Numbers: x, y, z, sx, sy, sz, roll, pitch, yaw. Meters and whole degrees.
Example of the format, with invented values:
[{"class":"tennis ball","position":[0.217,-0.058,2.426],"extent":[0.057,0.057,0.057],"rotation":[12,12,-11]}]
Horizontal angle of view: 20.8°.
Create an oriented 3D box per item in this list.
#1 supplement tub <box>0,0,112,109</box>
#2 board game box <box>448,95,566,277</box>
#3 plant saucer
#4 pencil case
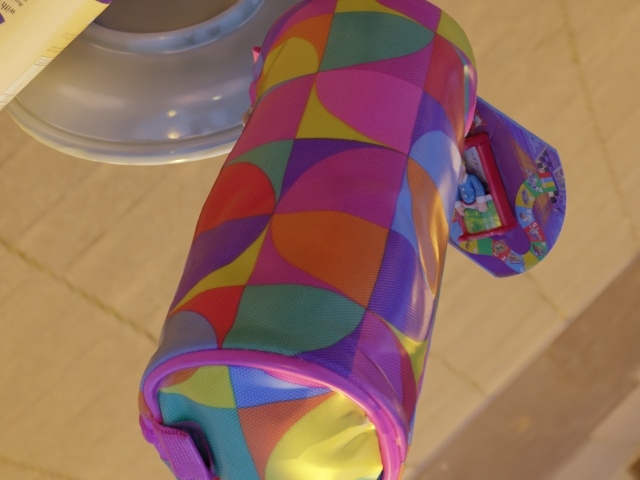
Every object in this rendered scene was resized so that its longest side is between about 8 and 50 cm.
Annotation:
[{"class":"supplement tub","position":[-0.370,-0.239,1.702],"extent":[0.331,0.241,0.241],"rotation":[-43,162,10]},{"class":"board game box","position":[0.111,-0.043,1.361],"extent":[0.033,0.169,0.133],"rotation":[-26,145,-44]},{"class":"plant saucer","position":[-0.162,-0.242,1.890],"extent":[0.400,0.400,0.100],"rotation":[-35,138,-27]},{"class":"pencil case","position":[0.000,0.000,0.657],"extent":[0.236,0.104,0.104],"rotation":[-75,-169,-50]}]
